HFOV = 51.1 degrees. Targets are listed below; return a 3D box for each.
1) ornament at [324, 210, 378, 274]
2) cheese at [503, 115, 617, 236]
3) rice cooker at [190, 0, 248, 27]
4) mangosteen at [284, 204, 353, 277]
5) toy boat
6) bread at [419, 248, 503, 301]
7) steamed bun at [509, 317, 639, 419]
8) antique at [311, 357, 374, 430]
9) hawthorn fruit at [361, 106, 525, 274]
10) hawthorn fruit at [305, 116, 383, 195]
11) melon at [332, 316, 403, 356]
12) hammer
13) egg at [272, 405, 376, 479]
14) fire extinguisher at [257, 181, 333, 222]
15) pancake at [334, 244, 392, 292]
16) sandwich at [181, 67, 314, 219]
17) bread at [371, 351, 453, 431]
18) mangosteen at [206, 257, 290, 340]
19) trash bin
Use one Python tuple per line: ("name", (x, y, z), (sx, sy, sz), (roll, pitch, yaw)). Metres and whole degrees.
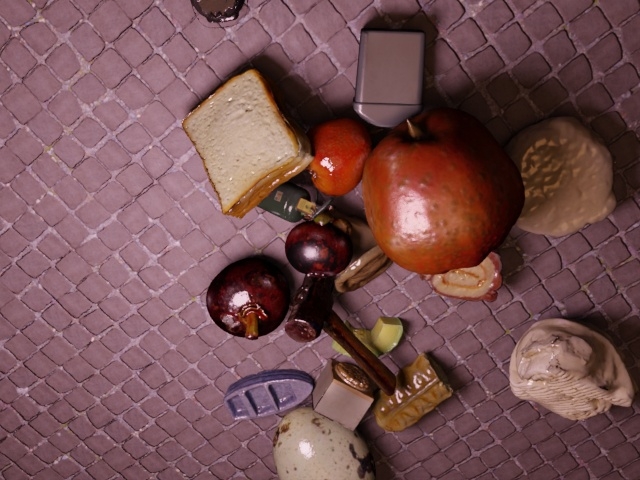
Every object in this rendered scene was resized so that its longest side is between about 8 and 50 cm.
("ornament", (0.102, -0.004, 1.857), (0.245, 0.061, 0.230), (25, 111, -7))
("cheese", (0.620, -0.159, 1.749), (0.326, 0.115, 0.318), (21, 113, -10))
("rice cooker", (-0.245, -0.603, 1.566), (0.142, 0.118, 0.203), (-8, 110, 4))
("mangosteen", (0.000, 0.000, 1.759), (0.200, 0.200, 0.199), (1, 114, 1))
("toy boat", (-0.156, 0.471, 2.068), (0.283, 0.078, 0.127), (-18, 112, 9))
("bread", (0.376, 0.059, 1.846), (0.244, 0.123, 0.190), (7, 112, -2))
("steamed bun", (0.718, 0.341, 1.904), (0.347, 0.237, 0.394), (0, 147, 25))
("antique", (0.066, 0.454, 2.013), (0.152, 0.146, 0.148), (29, 104, -11))
("hawthorn fruit", (0.276, -0.130, 1.603), (0.403, 0.403, 0.402), (1, 114, 1))
("hawthorn fruit", (0.062, -0.227, 1.697), (0.225, 0.196, 0.196), (-34, 110, -6))
("melon", (0.138, 0.286, 1.988), (0.210, 0.064, 0.118), (-1, 115, 4))
("hammer", (0.081, 0.276, 1.872), (0.095, 0.242, 0.409), (-36, 107, 31))
("egg", (0.007, 0.677, 2.044), (0.288, 0.287, 0.379), (-37, 99, 16))
("fire extinguisher", (-0.120, -0.125, 1.724), (0.311, 0.095, 0.114), (27, 95, 20))
("pancake", (0.131, 0.075, 1.819), (0.042, 0.222, 0.236), (56, 137, 15))
("sandwich", (-0.181, -0.249, 1.657), (0.271, 0.099, 0.301), (-33, 70, 13))
("bread", (0.269, 0.472, 2.033), (0.268, 0.130, 0.152), (-44, 70, 19))
("mangosteen", (-0.194, 0.176, 1.834), (0.236, 0.261, 0.235), (-5, 119, -9))
("trash bin", (0.171, -0.401, 1.660), (0.177, 0.101, 0.236), (2, 112, 2))
